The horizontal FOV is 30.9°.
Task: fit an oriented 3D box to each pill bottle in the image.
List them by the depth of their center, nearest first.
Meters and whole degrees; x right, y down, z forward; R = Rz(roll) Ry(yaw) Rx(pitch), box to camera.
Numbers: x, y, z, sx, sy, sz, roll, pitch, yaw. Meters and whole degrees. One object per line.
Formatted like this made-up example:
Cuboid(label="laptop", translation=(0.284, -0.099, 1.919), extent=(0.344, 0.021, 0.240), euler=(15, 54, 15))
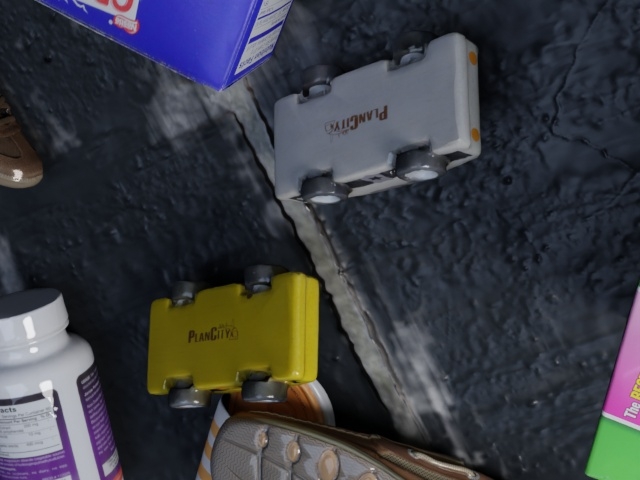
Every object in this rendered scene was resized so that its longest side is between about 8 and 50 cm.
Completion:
Cuboid(label="pill bottle", translation=(-0.243, 0.145, 1.011), extent=(0.108, 0.108, 0.193), euler=(-4, 107, 22))

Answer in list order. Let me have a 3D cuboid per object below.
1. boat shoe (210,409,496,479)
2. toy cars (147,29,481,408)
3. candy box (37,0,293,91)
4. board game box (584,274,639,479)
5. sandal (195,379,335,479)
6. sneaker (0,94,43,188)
Cuboid(label="boat shoe", translation=(0.067, 0.220, 0.912), extent=(0.324, 0.116, 0.123), euler=(26, 107, 4))
Cuboid(label="toy cars", translation=(0.000, 0.000, 0.873), extent=(0.393, 0.087, 0.176), euler=(-56, 47, 23))
Cuboid(label="candy box", translation=(-0.111, -0.306, 0.794), extent=(0.268, 0.122, 0.317), euler=(28, 115, 8))
Cuboid(label="board game box", translation=(0.241, -0.039, 0.690), extent=(0.064, 0.242, 0.316), euler=(16, 112, 15))
Cuboid(label="sandal", translation=(-0.060, 0.223, 0.987), extent=(0.102, 0.076, 0.265), euler=(19, 114, 13))
Cuboid(label="sneaker", translation=(-0.301, -0.121, 0.961), extent=(0.188, 0.066, 0.071), euler=(38, 116, 4))
